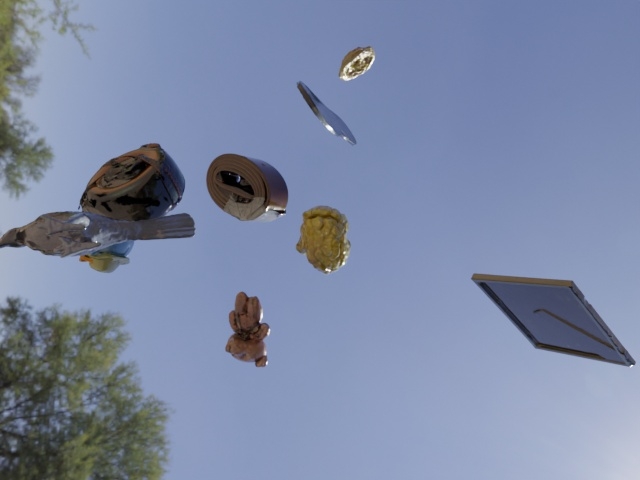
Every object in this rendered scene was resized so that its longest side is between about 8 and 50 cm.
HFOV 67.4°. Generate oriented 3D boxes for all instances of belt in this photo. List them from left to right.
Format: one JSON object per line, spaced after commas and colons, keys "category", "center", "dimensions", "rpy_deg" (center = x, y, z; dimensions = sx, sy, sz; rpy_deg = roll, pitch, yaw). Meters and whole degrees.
{"category": "belt", "center": [-0.264, -0.185, 1.701], "dimensions": [0.339, 0.122, 0.217], "rpy_deg": [30, -74, 33]}

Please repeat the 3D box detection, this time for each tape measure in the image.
{"category": "tape measure", "center": [-0.408, -0.115, 1.047], "dimensions": [0.223, 0.135, 0.202], "rpy_deg": [-11, -139, 20]}

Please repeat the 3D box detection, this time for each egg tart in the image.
{"category": "egg tart", "center": [0.102, -0.533, 1.422], "dimensions": [0.129, 0.129, 0.049], "rpy_deg": [-42, -105, 38]}

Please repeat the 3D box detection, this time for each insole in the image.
{"category": "insole", "center": [0.018, -0.222, 0.867], "dimensions": [0.012, 0.309, 0.110], "rpy_deg": [-35, -101, 14]}

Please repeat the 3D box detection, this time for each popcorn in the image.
{"category": "popcorn", "center": [0.000, 0.000, 1.626], "dimensions": [0.203, 0.226, 0.200], "rpy_deg": [-7, -135, 30]}

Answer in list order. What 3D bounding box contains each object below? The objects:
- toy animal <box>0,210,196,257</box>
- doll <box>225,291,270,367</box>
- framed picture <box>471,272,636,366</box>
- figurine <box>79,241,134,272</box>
{"category": "toy animal", "center": [-0.415, -0.014, 0.839], "dimensions": [0.206, 0.367, 0.081], "rpy_deg": [-166, -110, -80]}
{"category": "doll", "center": [-0.301, 0.352, 1.857], "dimensions": [0.201, 0.156, 0.303], "rpy_deg": [17, -59, 30]}
{"category": "framed picture", "center": [0.466, 0.159, 0.970], "dimensions": [0.213, 0.289, 0.016], "rpy_deg": [-1, -128, 56]}
{"category": "figurine", "center": [-0.633, -0.024, 1.489], "dimensions": [0.180, 0.154, 0.261], "rpy_deg": [-38, -152, 63]}
